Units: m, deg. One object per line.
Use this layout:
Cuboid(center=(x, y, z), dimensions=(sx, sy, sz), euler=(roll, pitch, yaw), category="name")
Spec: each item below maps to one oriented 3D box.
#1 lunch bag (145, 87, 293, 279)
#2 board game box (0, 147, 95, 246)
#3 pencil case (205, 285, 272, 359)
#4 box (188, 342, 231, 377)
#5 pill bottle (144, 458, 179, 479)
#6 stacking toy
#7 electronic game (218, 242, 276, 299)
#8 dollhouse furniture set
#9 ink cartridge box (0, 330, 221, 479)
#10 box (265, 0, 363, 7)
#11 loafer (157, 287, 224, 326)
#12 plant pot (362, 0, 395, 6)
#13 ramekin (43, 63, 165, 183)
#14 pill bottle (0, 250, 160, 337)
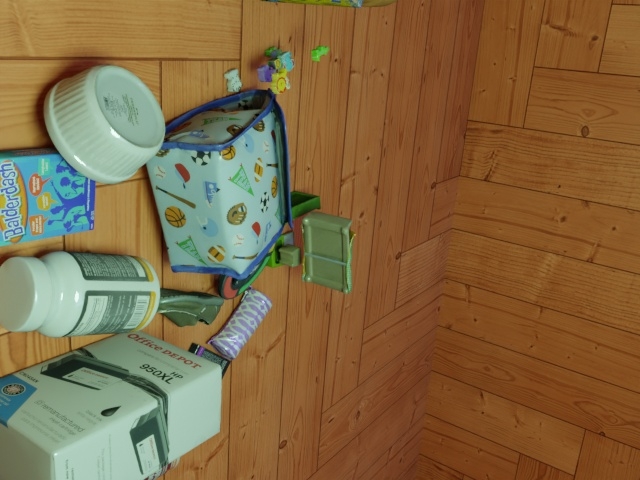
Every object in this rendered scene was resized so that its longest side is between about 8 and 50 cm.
Cuboid(center=(-0.190, -0.146, 1.462), dimensions=(0.385, 0.238, 0.328), euler=(-54, 146, -55), category="lunch bag")
Cuboid(center=(-0.507, -0.082, 1.131), dimensions=(0.210, 0.047, 0.160), euler=(-16, 123, -48), category="board game box")
Cuboid(center=(-0.214, 0.222, 1.719), dimensions=(0.088, 0.086, 0.206), euler=(44, 60, -19), category="pencil case")
Cuboid(center=(-0.311, 0.347, 1.675), dimensions=(0.116, 0.029, 0.162), euler=(-64, 146, -14), category="box")
Cuboid(center=(-0.442, 0.514, 1.459), dimensions=(0.221, 0.121, 0.121), euler=(-13, 114, -55), category="pill bottle")
Cuboid(center=(-0.103, -0.412, 1.521), dimensions=(0.221, 0.166, 0.052), euler=(-44, 133, -39), category="stacking toy")
Cuboid(center=(-0.188, 0.057, 1.653), dimensions=(0.229, 0.048, 0.229), euler=(-51, 165, -20), category="electronic game")
Cuboid(center=(0.000, 0.000, 1.740), dimensions=(0.151, 0.301, 0.198), euler=(-27, 123, -46), category="dollhouse furniture set")
Cuboid(center=(-0.428, 0.339, 1.246), dimensions=(0.394, 0.285, 0.166), euler=(-19, 119, -53), category="ink cartridge box")
Cuboid(center=(-0.073, -0.643, 1.349), dimensions=(0.279, 0.289, 0.177), euler=(12, 94, -57), category="box")
Cuboid(center=(-0.322, 0.167, 1.513), dimensions=(0.251, 0.094, 0.088), euler=(15, 87, -58), category="loafer")
Cuboid(center=(0.073, -0.727, 1.582), dimensions=(0.203, 0.290, 0.291), euler=(-21, 123, -32), category="plant pot")
Cuboid(center=(-0.379, -0.217, 1.149), dimensions=(0.207, 0.109, 0.207), euler=(41, 37, -41), category="ramekin")
Cuboid(center=(-0.459, 0.102, 1.212), dimensions=(0.278, 0.162, 0.162), euler=(8, 97, -57), category="pill bottle")
